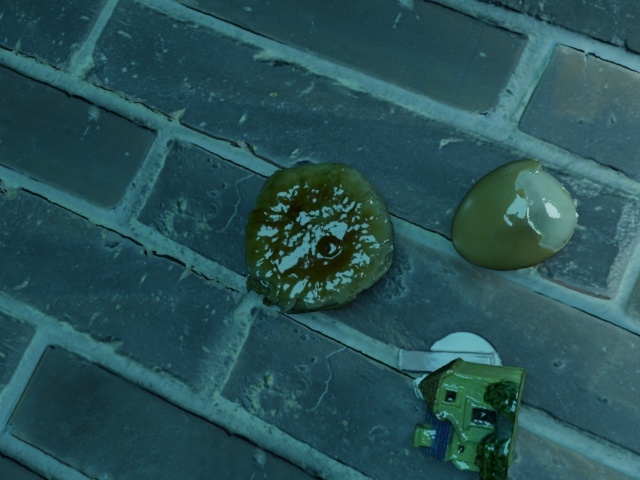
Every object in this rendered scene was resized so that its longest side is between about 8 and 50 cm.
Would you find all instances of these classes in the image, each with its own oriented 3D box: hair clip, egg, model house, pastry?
[{"bbox_3d":[0.260,0.243,1.923,0.220,0.054,0.140,2,72,8],"label":"hair clip"},{"bbox_3d":[0.365,-0.041,1.899,0.244,0.201,0.201,-28,73,16],"label":"egg"},{"bbox_3d":[0.265,0.331,1.817,0.189,0.195,0.214,10,100,17],"label":"model house"},{"bbox_3d":[0.000,0.000,1.980,0.329,0.136,0.330,-3,74,9],"label":"pastry"}]
